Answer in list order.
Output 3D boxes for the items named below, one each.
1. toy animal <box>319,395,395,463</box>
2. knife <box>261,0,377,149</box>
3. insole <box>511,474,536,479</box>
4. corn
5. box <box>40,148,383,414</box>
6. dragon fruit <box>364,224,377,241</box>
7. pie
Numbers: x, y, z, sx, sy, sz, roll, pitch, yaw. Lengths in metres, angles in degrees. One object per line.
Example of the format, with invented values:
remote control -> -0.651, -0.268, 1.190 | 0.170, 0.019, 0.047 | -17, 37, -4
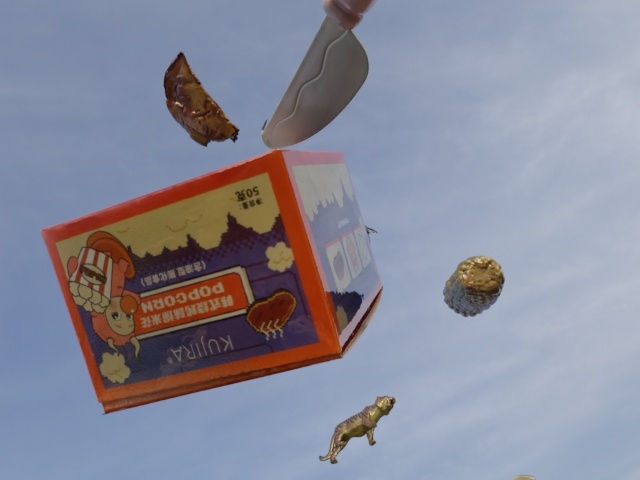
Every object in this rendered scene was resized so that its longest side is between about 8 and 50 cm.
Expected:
toy animal -> 0.093, 0.475, 1.313 | 0.241, 0.099, 0.057 | -37, -77, 13
knife -> 0.019, -0.190, 0.513 | 0.043, 0.081, 0.336 | -48, -4, -38
insole -> 0.342, 0.466, 0.819 | 0.063, 0.192, 0.010 | -18, -12, 26
corn -> 0.268, 0.084, 0.925 | 0.097, 0.097, 0.320 | -40, -16, 1
box -> -0.122, 0.040, 0.759 | 0.349, 0.318, 0.257 | -16, -85, 16
dragon fruit -> 0.000, 0.000, 1.289 | 0.293, 0.234, 0.233 | 2, -63, -30
pie -> -0.214, -0.227, 0.906 | 0.092, 0.034, 0.170 | -33, -73, 20
